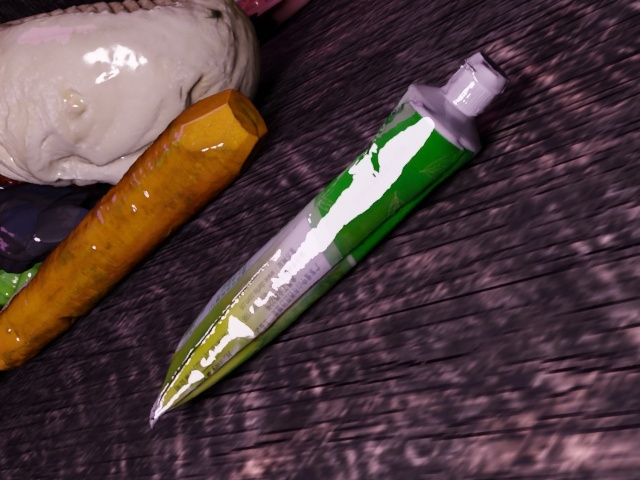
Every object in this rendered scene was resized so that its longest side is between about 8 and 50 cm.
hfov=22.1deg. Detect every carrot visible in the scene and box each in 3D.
[{"bbox_3d":[-0.162,0.002,1.235,0.314,0.066,0.066,-41,15,24],"label":"carrot"}]

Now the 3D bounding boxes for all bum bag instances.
[{"bbox_3d":[-0.262,-0.010,1.397,0.137,0.074,0.310,-21,16,-41],"label":"bum bag"}]

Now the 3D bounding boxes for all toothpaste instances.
[{"bbox_3d":[0.000,0.000,0.816,0.248,0.047,0.078,-45,10,17],"label":"toothpaste"}]

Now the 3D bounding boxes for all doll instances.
[{"bbox_3d":[-0.284,0.036,1.529,0.190,0.050,0.115,-41,21,37],"label":"doll"}]

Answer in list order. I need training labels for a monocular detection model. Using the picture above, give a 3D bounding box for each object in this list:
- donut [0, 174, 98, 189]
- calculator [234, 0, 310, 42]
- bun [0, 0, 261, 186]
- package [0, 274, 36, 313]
[{"bbox_3d":[-0.291,-0.060,1.697,0.186,0.144,0.126,-19,9,-25],"label":"donut"},{"bbox_3d":[-0.050,-0.256,1.660,0.330,0.048,0.220,-22,27,54],"label":"calculator"},{"bbox_3d":[-0.168,-0.117,1.340,0.259,0.160,0.259,-9,13,2],"label":"bun"},{"bbox_3d":[-0.253,0.069,1.379,0.120,0.031,0.108,-53,16,-18],"label":"package"}]
